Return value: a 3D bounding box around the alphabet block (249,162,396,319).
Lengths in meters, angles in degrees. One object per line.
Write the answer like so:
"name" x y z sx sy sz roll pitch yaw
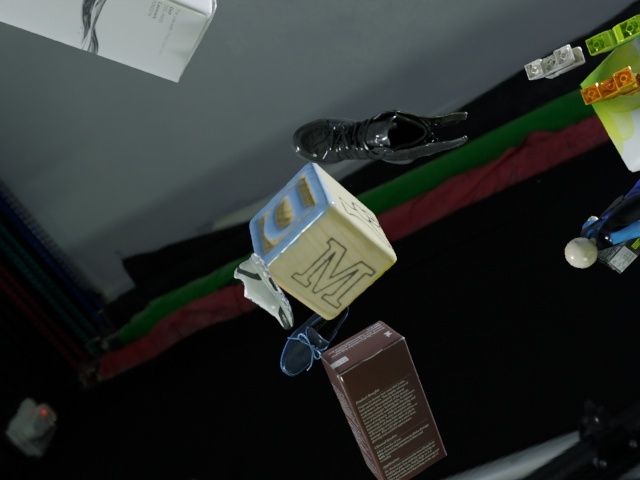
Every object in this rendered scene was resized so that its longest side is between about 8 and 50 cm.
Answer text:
"alphabet block" 0.000 0.000 1.260 0.193 0.197 0.192 -42 -150 16

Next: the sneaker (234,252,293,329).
"sneaker" -0.072 0.071 0.828 0.043 0.109 0.040 -32 -173 -1

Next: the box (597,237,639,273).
"box" 0.724 -0.018 1.489 0.191 0.045 0.184 -51 173 10

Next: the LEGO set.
"LEGO set" 0.370 -0.212 0.739 0.227 0.087 0.093 -21 174 41

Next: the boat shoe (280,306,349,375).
"boat shoe" -0.019 0.263 1.785 0.258 0.109 0.089 -56 -166 -14

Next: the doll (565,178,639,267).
"doll" 0.375 -0.031 0.796 0.189 0.046 0.129 -41 -172 -12

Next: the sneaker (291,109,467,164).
"sneaker" 0.057 -0.108 0.656 0.170 0.051 0.089 2 174 -4

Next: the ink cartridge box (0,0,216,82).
"ink cartridge box" -0.216 -0.261 0.598 0.092 0.219 0.160 -49 -145 42

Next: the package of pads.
"package of pads" 0.641 -0.287 1.172 0.101 0.229 0.296 -13 160 -19

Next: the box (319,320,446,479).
"box" 0.162 0.422 1.633 0.191 0.382 0.143 -27 -158 -14
